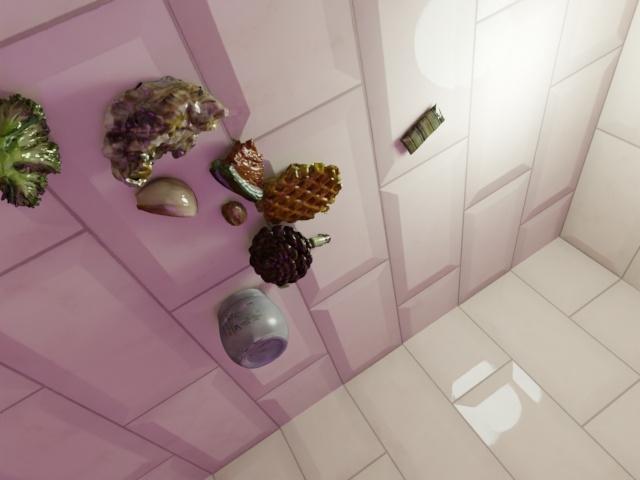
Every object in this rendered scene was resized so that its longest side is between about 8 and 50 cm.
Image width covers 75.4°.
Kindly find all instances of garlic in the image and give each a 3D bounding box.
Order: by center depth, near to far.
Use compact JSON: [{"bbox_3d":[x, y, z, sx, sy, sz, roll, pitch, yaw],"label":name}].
[{"bbox_3d":[-0.444,-0.117,1.269,0.206,0.115,0.128,17,108,-48],"label":"garlic"}]

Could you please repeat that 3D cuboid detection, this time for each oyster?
[{"bbox_3d":[-0.417,-0.301,1.117,0.351,0.115,0.238,-26,138,-16],"label":"oyster"}]

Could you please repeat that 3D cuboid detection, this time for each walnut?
[{"bbox_3d":[-0.296,-0.094,1.432,0.078,0.083,0.096,-15,138,19],"label":"walnut"}]

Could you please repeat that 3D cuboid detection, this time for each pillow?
[{"bbox_3d":[0.420,-0.449,1.685,0.203,0.038,0.113,-47,139,7],"label":"pillow"}]

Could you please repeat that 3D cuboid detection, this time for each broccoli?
[{"bbox_3d":[-0.688,-0.192,0.842,0.221,0.361,0.252,-13,96,-20],"label":"broccoli"}]

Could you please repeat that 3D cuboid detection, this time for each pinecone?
[{"bbox_3d":[-0.150,0.056,1.573,0.243,0.243,0.257,-40,-178,0],"label":"pinecone"}]

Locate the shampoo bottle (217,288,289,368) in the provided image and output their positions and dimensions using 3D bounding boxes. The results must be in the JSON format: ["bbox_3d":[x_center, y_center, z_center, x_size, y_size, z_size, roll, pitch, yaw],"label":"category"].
[{"bbox_3d":[-0.280,0.361,1.709,0.272,0.266,0.273,-22,139,-20],"label":"shampoo bottle"}]

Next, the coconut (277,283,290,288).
[{"bbox_3d":[-0.160,0.166,1.775,0.083,0.081,0.082,26,74,-33],"label":"coconut"}]

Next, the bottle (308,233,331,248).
[{"bbox_3d":[-0.001,0.001,1.771,0.101,0.047,0.063,-17,163,-31],"label":"bottle"}]

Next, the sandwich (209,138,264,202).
[{"bbox_3d":[-0.247,-0.228,1.336,0.160,0.109,0.185,-58,139,-10],"label":"sandwich"}]

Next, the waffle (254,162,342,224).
[{"bbox_3d":[-0.075,-0.161,1.481,0.324,0.068,0.302,-16,151,-13],"label":"waffle"}]

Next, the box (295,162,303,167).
[{"bbox_3d":[-0.059,-0.235,1.501,0.084,0.060,0.063,4,131,-40],"label":"box"}]
